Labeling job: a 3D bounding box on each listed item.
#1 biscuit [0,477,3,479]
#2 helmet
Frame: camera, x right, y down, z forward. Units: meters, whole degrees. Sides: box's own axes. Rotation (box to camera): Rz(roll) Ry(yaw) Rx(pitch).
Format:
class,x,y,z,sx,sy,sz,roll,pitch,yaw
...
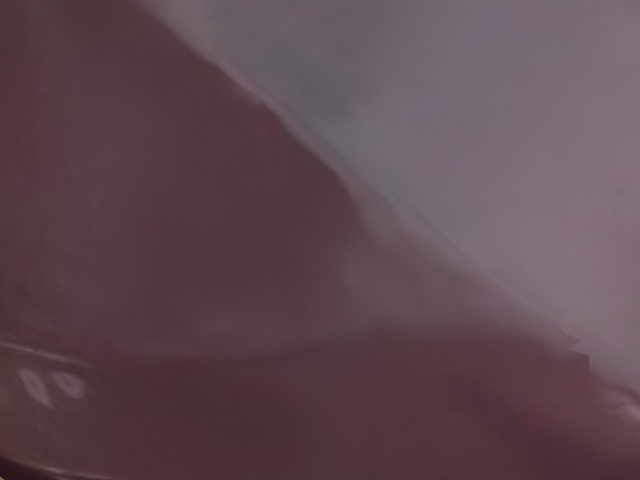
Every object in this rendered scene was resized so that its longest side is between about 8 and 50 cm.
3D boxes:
class,x,y,z,sx,sy,sz,roll,pitch,yaw
biscuit,-0.232,0.177,0.820,0.334,0.047,0.202,-26,81,1
helmet,0.000,0.000,0.538,0.271,0.338,0.197,38,49,-41
